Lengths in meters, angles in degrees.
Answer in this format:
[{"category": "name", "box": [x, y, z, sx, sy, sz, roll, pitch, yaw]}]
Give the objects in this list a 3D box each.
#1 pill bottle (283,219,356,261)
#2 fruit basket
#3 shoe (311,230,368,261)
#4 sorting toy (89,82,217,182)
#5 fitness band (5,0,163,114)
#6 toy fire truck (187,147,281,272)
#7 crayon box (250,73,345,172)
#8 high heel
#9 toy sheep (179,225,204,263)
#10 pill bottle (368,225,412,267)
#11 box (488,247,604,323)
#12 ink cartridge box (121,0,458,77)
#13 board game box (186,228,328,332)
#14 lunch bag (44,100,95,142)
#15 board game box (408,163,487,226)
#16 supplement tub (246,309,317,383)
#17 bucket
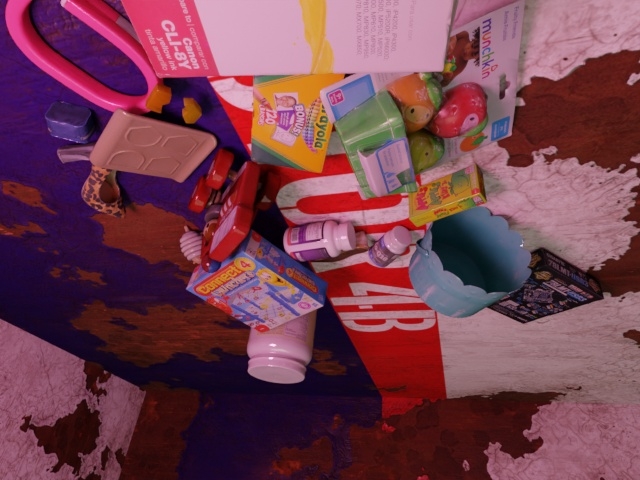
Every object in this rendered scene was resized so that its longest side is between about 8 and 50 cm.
[{"category": "pill bottle", "box": [0.000, 0.000, 1.247, 0.193, 0.108, 0.108, -8, 143, 22]}, {"category": "fruit basket", "box": [0.208, -0.225, 0.813, 0.352, 0.166, 0.327, -18, 148, 9]}, {"category": "shoe", "box": [0.057, 0.025, 1.330, 0.219, 0.058, 0.076, -18, 159, 38]}, {"category": "sorting toy", "box": [-0.362, -0.238, 0.980, 0.229, 0.041, 0.307, 9, 151, -42]}, {"category": "fitness band", "box": [-0.447, -0.363, 0.837, 0.209, 0.054, 0.290, -24, 135, 38]}, {"category": "toy fire truck", "box": [-0.236, -0.058, 1.071, 0.169, 0.254, 0.302, 24, 142, -24]}, {"category": "crayon box", "box": [-0.052, -0.271, 0.880, 0.165, 0.081, 0.278, 9, 146, -4]}, {"category": "high heel", "box": [-0.538, -0.149, 1.134, 0.186, 0.093, 0.261, -2, 140, 16]}, {"category": "toy sheep", "box": [-0.395, 0.014, 1.343, 0.091, 0.132, 0.091, -28, 173, -4]}, {"category": "pill bottle", "box": [0.205, 0.018, 1.265, 0.078, 0.078, 0.137, 18, 144, -17]}, {"category": "box", "box": [0.690, 0.162, 1.399, 0.295, 0.073, 0.293, 24, 142, -23]}, {"category": "ink cartridge box", "box": [-0.025, -0.363, 0.561, 0.384, 0.279, 0.160, 2, 146, 8]}, {"category": "board game box", "box": [-0.192, 0.138, 1.298, 0.302, 0.086, 0.308, 37, 133, -27]}, {"category": "lunch bag", "box": [-0.577, -0.268, 0.986, 0.098, 0.067, 0.065, 14, 145, -9]}, {"category": "board game box", "box": [0.305, -0.108, 1.049, 0.181, 0.092, 0.043, -21, 138, 34]}, {"category": "supplement tub", "box": [-0.137, 0.328, 1.560, 0.235, 0.325, 0.235, 5, 146, 3]}, {"category": "bucket", "box": [0.378, 0.058, 1.132, 0.281, 0.281, 0.183, 13, 145, -9]}]
